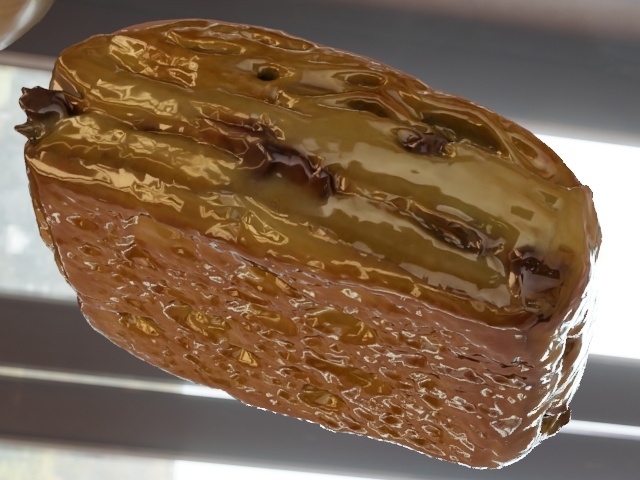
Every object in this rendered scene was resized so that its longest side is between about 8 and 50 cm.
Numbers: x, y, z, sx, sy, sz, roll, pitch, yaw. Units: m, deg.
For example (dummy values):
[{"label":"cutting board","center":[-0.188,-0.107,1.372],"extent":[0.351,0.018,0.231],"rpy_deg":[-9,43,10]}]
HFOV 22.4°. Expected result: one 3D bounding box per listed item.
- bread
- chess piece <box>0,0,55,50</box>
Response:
[{"label":"bread","center":[0.000,0.000,0.669],"extent":[0.210,0.235,0.099],"rpy_deg":[82,27,-64]},{"label":"chess piece","center":[-0.085,-0.079,0.344],"extent":[0.083,0.038,0.084],"rpy_deg":[31,-52,49]}]
